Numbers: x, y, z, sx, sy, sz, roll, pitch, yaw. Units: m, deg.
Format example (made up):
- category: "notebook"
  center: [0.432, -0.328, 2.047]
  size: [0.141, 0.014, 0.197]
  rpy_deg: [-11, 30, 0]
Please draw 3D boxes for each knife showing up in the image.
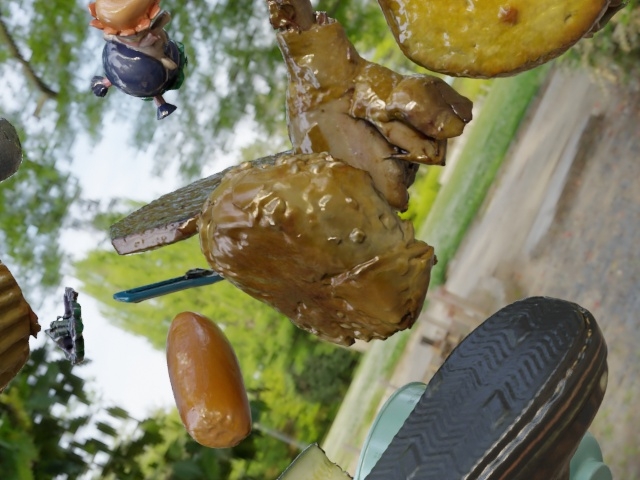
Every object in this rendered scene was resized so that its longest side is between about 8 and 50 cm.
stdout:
- category: "knife"
  center: [-0.218, 0.066, 1.700]
  size: [0.296, 0.044, 0.026]
  rpy_deg: [-14, -63, -62]

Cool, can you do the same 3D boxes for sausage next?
- category: "sausage"
  center: [-0.147, 0.172, 1.395]
  size: [0.238, 0.098, 0.098]
  rpy_deg: [-114, 41, -56]

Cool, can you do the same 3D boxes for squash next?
- category: "squash"
  center: [-0.038, 0.454, 1.647]
  size: [0.252, 0.169, 0.093]
  rpy_deg: [-47, -3, -27]

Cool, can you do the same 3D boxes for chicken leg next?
- category: "chicken leg"
  center: [0.059, -0.201, 1.464]
  size: [0.182, 0.295, 0.409]
  rpy_deg: [-48, -53, -35]

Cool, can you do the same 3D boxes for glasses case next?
- category: "glasses case"
  center: [-0.610, -0.138, 1.931]
  size: [0.282, 0.067, 0.109]
  rpy_deg: [-57, -45, -64]

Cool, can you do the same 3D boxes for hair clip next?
- category: "hair clip"
  center: [-0.398, 0.135, 1.721]
  size: [0.195, 0.052, 0.124]
  rpy_deg: [155, 103, -68]

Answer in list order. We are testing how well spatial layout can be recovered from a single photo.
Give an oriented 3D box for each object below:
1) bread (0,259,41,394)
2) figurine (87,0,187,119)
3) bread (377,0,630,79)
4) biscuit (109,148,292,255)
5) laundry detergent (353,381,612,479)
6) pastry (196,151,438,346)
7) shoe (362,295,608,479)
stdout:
- category: "bread"
  center: [-0.471, 0.113, 1.290]
  size: [0.149, 0.274, 0.274]
  rpy_deg: [-22, -41, -61]
- category: "figurine"
  center: [-0.223, -0.236, 1.300]
  size: [0.102, 0.111, 0.195]
  rpy_deg: [-59, -19, -22]
- category: "bread"
  center: [0.184, -0.344, 1.237]
  size: [0.337, 0.358, 0.204]
  rpy_deg: [-18, 25, 30]
- category: "biscuit"
  center: [-0.167, -0.062, 1.712]
  size: [0.359, 0.359, 0.046]
  rpy_deg: [-56, -54, -70]
- category: "laundry detergent"
  center: [0.245, 0.372, 1.582]
  size: [0.287, 0.305, 0.287]
  rpy_deg: [-21, -65, -55]
- category: "pastry"
  center: [0.000, 0.000, 1.393]
  size: [0.255, 0.311, 0.161]
  rpy_deg: [-23, 36, 47]
- category: "shoe"
  center: [0.184, 0.256, 1.108]
  size: [0.384, 0.237, 0.171]
  rpy_deg: [-51, 32, -18]
